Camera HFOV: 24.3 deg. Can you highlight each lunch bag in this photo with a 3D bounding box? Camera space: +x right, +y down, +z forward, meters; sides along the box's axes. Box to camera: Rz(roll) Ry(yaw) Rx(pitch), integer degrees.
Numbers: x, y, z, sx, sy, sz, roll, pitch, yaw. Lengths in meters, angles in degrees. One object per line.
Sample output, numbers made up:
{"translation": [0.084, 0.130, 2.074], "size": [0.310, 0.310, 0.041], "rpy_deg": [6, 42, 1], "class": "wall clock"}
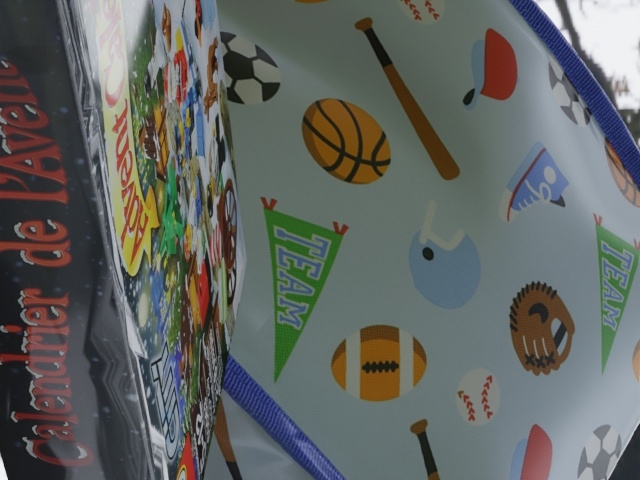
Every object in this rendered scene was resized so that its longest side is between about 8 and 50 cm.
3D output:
{"translation": [0.000, 0.000, 0.846], "size": [0.239, 0.385, 0.328], "rpy_deg": [-9, -142, 48], "class": "lunch bag"}

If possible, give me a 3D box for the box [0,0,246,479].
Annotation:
{"translation": [-0.062, -0.032, 0.426], "size": [0.044, 0.233, 0.159], "rpy_deg": [0, -140, 6], "class": "box"}
